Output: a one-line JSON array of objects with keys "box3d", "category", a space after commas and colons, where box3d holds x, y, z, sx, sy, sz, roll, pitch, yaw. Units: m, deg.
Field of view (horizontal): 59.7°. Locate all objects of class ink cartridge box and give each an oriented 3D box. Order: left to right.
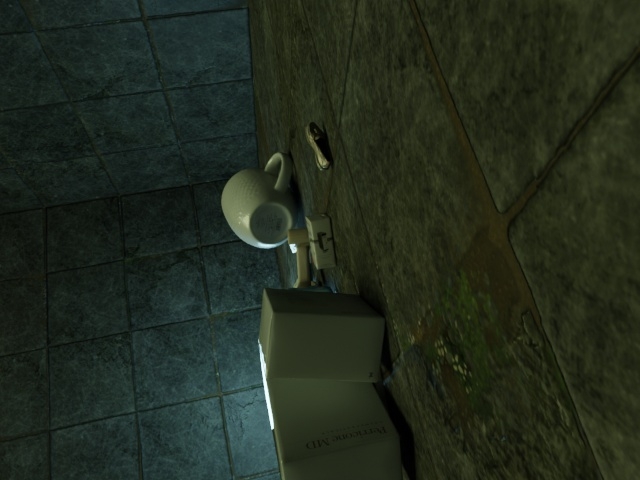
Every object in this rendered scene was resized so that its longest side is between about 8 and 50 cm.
[{"box3d": [0.000, 0.000, 1.533, 0.099, 0.056, 0.136, -133, 33, -76], "category": "ink cartridge box"}]

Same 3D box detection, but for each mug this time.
[{"box3d": [-0.203, -0.157, 2.127, 0.374, 0.276, 0.328, -67, 23, 11], "category": "mug"}]

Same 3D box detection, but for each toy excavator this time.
[{"box3d": [-0.049, 0.198, 1.676, 0.445, 0.222, 0.434, -99, 2, -81], "category": "toy excavator"}]

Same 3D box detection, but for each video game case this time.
[{"box3d": [0.117, 0.328, 1.263, 0.173, 0.022, 0.191, 122, 138, -78], "category": "video game case"}]

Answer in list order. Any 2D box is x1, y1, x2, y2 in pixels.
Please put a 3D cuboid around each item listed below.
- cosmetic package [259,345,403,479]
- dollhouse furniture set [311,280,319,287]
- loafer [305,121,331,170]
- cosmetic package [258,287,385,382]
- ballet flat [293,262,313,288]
[{"box3d": [0.002, 0.374, 1.226, 0.453, 0.229, 0.162, -123, 26, -68], "category": "cosmetic package"}, {"box3d": [-0.024, 0.284, 1.906, 0.242, 0.160, 0.212, 59, 173, -6], "category": "dollhouse furniture set"}, {"box3d": [0.001, -0.232, 1.341, 0.039, 0.045, 0.125, -39, 67, 61], "category": "loafer"}, {"box3d": [-0.007, 0.191, 1.166, 0.224, 0.223, 0.138, -142, 57, -77], "category": "cosmetic package"}, {"box3d": [-0.054, 0.193, 2.033, 0.077, 0.079, 0.222, 172, 88, -82], "category": "ballet flat"}]
